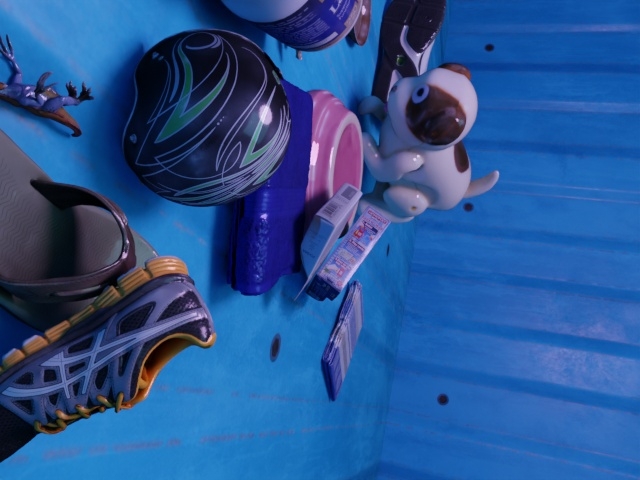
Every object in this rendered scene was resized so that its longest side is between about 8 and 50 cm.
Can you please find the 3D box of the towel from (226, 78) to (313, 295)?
[{"bbox_3d":[-0.078,-0.085,0.809,0.227,0.076,0.308,-25,121,-75],"label":"towel"}]

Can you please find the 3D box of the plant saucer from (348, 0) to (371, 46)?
[{"bbox_3d":[0.086,-0.538,1.213,0.168,0.029,0.168,8,90,-73],"label":"plant saucer"}]

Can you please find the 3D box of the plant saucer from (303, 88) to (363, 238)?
[{"bbox_3d":[0.018,-0.134,1.065,0.332,0.084,0.332,7,90,-72],"label":"plant saucer"}]

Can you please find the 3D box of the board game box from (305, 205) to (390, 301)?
[{"bbox_3d":[0.058,0.031,1.074,0.194,0.060,0.194,-52,176,-17],"label":"board game box"}]

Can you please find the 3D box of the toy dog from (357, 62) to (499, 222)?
[{"bbox_3d":[0.263,-0.239,1.324,0.408,0.395,0.284,85,28,-58],"label":"toy dog"}]

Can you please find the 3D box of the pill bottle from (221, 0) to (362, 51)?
[{"bbox_3d":[-0.048,-0.339,0.657,0.264,0.153,0.153,-24,119,-70],"label":"pill bottle"}]

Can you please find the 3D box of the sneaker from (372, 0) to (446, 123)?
[{"bbox_3d":[0.260,-0.545,1.613,0.257,0.169,0.448,40,66,-80],"label":"sneaker"}]

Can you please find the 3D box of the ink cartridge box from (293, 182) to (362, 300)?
[{"bbox_3d":[0.000,0.000,0.917,0.179,0.045,0.145,-59,175,35],"label":"ink cartridge box"}]

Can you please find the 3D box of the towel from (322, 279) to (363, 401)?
[{"bbox_3d":[0.067,0.275,1.463,0.209,0.034,0.285,82,25,-45],"label":"towel"}]

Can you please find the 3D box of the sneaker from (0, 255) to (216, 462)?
[{"bbox_3d":[-0.178,0.104,0.408,0.215,0.083,0.084,-40,166,-10],"label":"sneaker"}]

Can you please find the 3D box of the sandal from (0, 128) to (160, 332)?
[{"bbox_3d":[-0.204,0.003,0.402,0.303,0.086,0.120,61,40,-62],"label":"sandal"}]

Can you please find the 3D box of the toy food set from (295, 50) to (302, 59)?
[{"bbox_3d":[-0.037,-0.365,0.848,0.078,0.019,0.122,-120,-155,-43],"label":"toy food set"}]

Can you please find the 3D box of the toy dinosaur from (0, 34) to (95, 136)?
[{"bbox_3d":[-0.218,-0.106,0.401,0.082,0.047,0.090,-32,140,-45],"label":"toy dinosaur"}]

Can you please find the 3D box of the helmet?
[{"bbox_3d":[-0.115,-0.117,0.546,0.169,0.169,0.162,60,23,-62],"label":"helmet"}]
